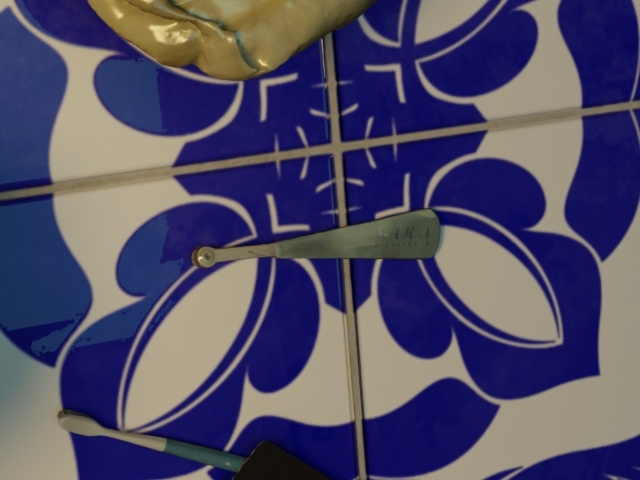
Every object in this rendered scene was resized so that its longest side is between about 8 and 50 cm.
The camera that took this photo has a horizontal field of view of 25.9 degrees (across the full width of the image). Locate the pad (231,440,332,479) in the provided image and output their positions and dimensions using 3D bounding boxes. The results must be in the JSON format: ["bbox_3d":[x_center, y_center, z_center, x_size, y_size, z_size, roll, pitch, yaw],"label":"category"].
[{"bbox_3d":[-0.038,0.290,1.489,0.157,0.003,0.112,37,92,-29],"label":"pad"}]

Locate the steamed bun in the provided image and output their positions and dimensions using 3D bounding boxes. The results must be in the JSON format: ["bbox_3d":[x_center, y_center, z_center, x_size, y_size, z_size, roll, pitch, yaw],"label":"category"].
[{"bbox_3d":[-0.081,-0.335,1.241,0.324,0.230,0.373,-7,103,-30],"label":"steamed bun"}]

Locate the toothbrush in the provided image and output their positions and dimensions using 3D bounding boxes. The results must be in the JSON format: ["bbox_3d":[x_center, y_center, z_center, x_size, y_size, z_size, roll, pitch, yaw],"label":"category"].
[{"bbox_3d":[-0.144,0.215,1.435,0.275,0.025,0.019,19,97,-27],"label":"toothbrush"}]

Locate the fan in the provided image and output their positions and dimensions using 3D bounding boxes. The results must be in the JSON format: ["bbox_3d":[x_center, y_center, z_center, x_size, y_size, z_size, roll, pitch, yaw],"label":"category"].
[{"bbox_3d":[0.000,0.000,1.456,0.282,0.023,0.057,-4,103,-24],"label":"fan"}]
